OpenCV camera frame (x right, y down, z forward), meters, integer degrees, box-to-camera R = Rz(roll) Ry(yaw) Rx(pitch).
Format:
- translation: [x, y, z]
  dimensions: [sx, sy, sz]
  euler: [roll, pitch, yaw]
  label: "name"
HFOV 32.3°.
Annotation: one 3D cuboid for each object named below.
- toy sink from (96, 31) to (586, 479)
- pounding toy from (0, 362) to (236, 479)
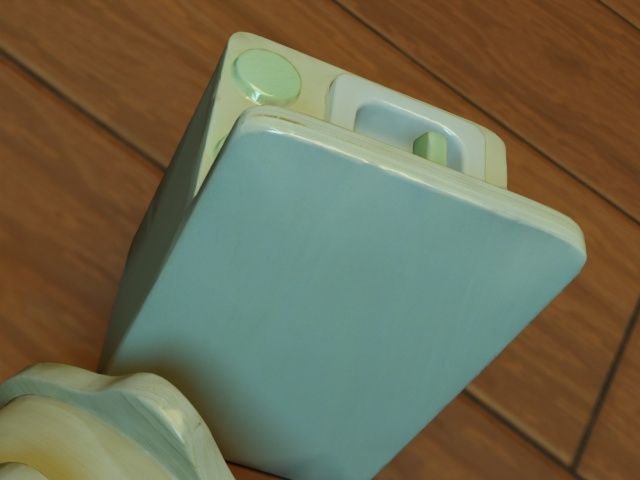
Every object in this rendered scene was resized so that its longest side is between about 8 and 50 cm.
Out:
- translation: [0.000, 0.000, 0.534]
  dimensions: [0.153, 0.234, 0.131]
  euler: [19, 48, -14]
  label: "toy sink"
- translation: [-0.119, 0.144, 0.425]
  dimensions: [0.155, 0.154, 0.269]
  euler: [-36, 95, -43]
  label: "pounding toy"
